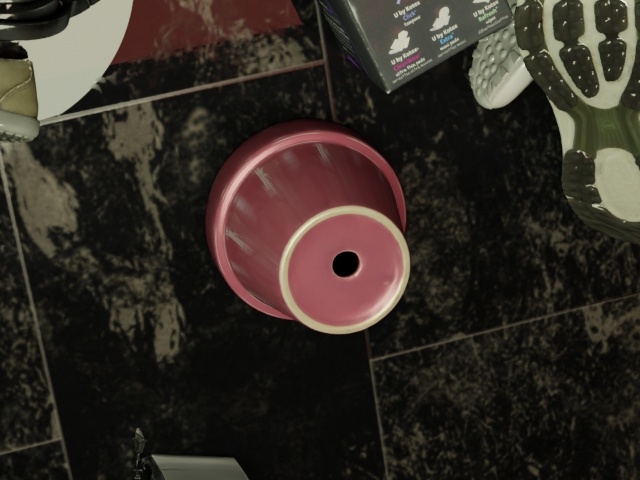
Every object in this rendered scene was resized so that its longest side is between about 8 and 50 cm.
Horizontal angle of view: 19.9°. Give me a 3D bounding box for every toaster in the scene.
[{"bbox_3d":[-0.133,0.311,1.862,0.110,0.168,0.186,2,109,-19],"label":"toaster"}]

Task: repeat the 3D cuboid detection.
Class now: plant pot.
[{"bbox_3d":[0.000,0.000,1.781,0.201,0.180,0.201,-5,110,-13],"label":"plant pot"}]

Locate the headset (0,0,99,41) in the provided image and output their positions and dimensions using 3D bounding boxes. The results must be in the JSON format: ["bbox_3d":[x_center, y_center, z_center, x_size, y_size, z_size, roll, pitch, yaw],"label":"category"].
[{"bbox_3d":[-0.318,-0.289,1.612,0.394,0.185,0.243,-34,136,-20],"label":"headset"}]

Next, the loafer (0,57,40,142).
[{"bbox_3d":[-0.373,-0.160,1.679,0.251,0.094,0.087,16,80,-30],"label":"loafer"}]

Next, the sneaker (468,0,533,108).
[{"bbox_3d":[0.237,-0.226,1.826,0.095,0.090,0.235,24,104,-35],"label":"sneaker"}]

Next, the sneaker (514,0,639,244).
[{"bbox_3d":[0.297,-0.192,1.790,0.158,0.182,0.410,8,137,23],"label":"sneaker"}]

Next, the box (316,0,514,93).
[{"bbox_3d":[0.045,-0.300,1.696,0.143,0.165,0.270,-30,114,-4],"label":"box"}]
